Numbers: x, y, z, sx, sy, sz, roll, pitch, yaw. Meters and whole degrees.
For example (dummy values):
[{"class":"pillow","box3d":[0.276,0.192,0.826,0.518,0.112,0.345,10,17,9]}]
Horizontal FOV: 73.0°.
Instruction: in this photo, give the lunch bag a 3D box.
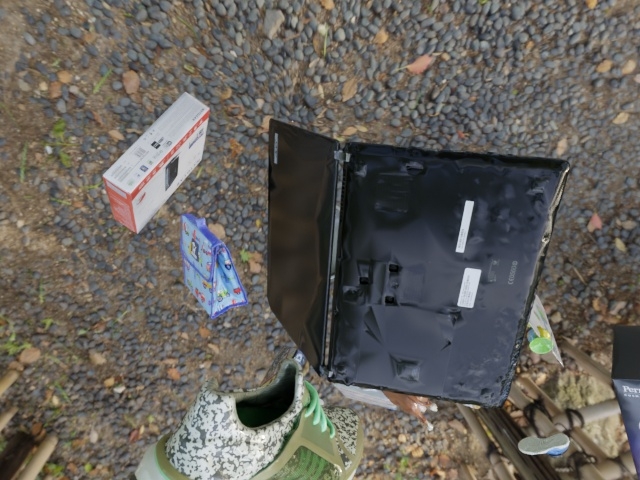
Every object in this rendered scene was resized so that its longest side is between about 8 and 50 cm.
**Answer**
[{"class":"lunch bag","box3d":[-0.349,0.057,1.365,0.138,0.221,0.292,-23,130,-30]}]

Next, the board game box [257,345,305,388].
[{"class":"board game box","box3d":[-0.145,0.461,1.401,0.042,0.165,0.243,36,69,-13]}]

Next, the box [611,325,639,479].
[{"class":"box","box3d":[0.470,0.186,0.443,0.262,0.103,0.184,-11,110,40]}]

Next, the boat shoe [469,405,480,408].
[{"class":"boat shoe","box3d":[0.464,0.380,1.369,0.098,0.096,0.276,21,73,-44]}]

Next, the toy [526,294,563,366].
[{"class":"toy","box3d":[0.445,0.155,0.944,0.056,0.237,0.137,-36,106,24]}]

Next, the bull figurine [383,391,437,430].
[{"class":"bull figurine","box3d":[0.268,0.498,1.448,0.101,0.310,0.188,-47,109,-5]}]

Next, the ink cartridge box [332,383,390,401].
[{"class":"ink cartridge box","box3d":[0.194,0.561,1.700,0.224,0.307,0.128,10,66,17]}]

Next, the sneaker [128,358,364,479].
[{"class":"sneaker","box3d":[-0.039,0.260,0.609,0.411,0.158,0.181,18,100,-54]}]

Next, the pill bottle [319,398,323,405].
[{"class":"pill bottle","box3d":[-0.030,0.620,1.426,0.108,0.180,0.107,1,134,1]}]

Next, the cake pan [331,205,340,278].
[{"class":"cake pan","box3d":[0.000,0.000,1.583,0.294,0.054,0.292,1,93,25]}]

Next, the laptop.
[{"class":"laptop","box3d":[0.057,0.012,0.429,0.265,0.136,0.234,6,112,8]}]

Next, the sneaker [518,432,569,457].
[{"class":"sneaker","box3d":[0.721,0.671,1.397,0.152,0.058,0.084,-18,126,9]}]

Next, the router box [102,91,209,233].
[{"class":"router box","box3d":[-0.460,-0.214,1.241,0.082,0.301,0.335,34,65,-6]}]
